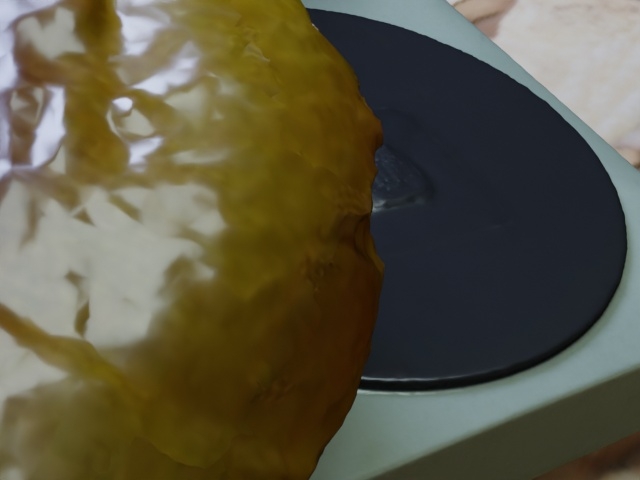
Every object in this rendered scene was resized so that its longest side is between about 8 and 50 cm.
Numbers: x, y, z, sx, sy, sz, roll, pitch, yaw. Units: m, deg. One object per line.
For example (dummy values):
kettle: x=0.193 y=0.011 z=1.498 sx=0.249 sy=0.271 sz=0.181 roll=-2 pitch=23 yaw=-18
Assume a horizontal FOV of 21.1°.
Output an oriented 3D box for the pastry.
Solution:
pastry: x=-0.151 y=0.002 z=0.508 sx=0.356 sy=0.164 sz=0.356 roll=-1 pitch=54 yaw=1

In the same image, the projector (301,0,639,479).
projector: x=0.000 y=0.000 z=0.678 sx=0.259 sy=0.079 sz=0.257 roll=-16 pitch=48 yaw=-34
